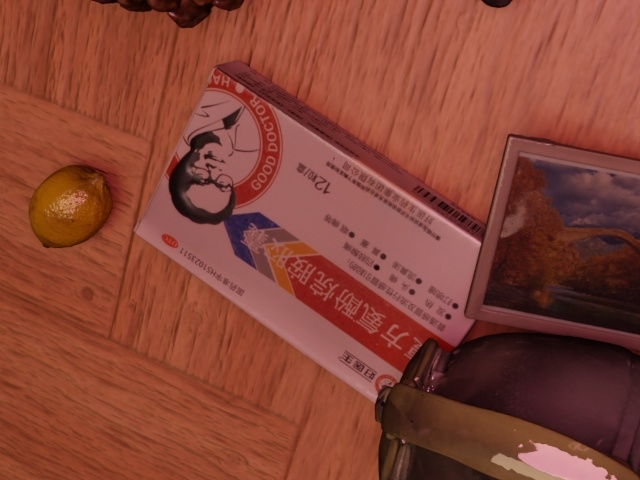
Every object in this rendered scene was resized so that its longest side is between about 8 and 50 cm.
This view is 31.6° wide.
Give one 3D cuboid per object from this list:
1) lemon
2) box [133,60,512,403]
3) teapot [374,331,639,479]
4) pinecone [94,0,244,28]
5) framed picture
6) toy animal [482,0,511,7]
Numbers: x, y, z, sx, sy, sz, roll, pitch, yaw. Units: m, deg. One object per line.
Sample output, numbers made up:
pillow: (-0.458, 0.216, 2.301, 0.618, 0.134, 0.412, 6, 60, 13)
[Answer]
lemon: (-0.271, -0.039, 1.239, 0.111, 0.082, 0.082, -43, 88, 23)
box: (0.000, 0.000, 1.153, 0.353, 0.069, 0.214, 35, 116, 10)
teapot: (0.160, 0.201, 0.993, 0.239, 0.321, 0.239, 17, 111, 10)
pinecone: (-0.155, -0.318, 1.031, 0.309, 0.244, 0.244, 10, 110, 31)
framed picture: (0.273, 0.012, 1.035, 0.250, 0.016, 0.184, 12, 110, 1)
toy animal: (0.207, -0.341, 0.903, 0.168, 0.106, 0.343, 4, 130, 8)
